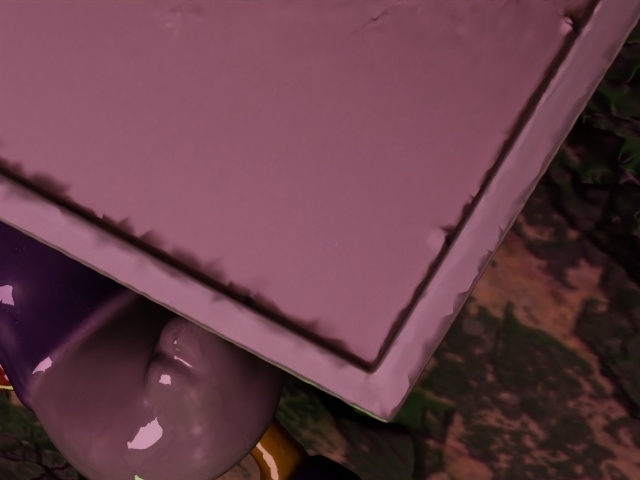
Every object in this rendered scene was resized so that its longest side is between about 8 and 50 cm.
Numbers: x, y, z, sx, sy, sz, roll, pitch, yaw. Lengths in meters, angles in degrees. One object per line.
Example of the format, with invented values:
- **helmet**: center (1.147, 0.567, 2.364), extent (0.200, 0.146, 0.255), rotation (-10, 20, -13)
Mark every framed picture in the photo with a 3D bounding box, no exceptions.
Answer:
- **framed picture**: center (-0.005, -0.110, 0.595), extent (0.232, 0.019, 0.296), rotation (29, 107, -5)

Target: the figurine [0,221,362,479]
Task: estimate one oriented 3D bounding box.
- **figurine**: center (-0.118, 0.009, 0.725), extent (0.421, 0.154, 0.193), rotation (57, 156, -8)
